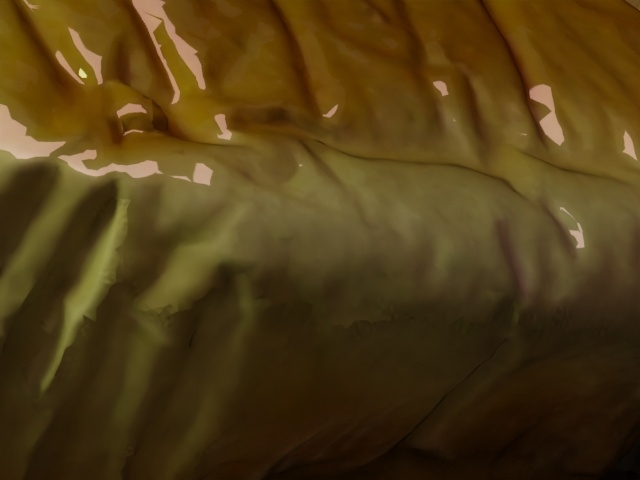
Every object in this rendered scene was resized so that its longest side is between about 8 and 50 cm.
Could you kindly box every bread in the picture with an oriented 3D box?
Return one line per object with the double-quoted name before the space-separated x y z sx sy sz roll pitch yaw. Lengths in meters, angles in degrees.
"bread" -0.003 -0.009 0.559 0.389 0.183 0.236 4 42 -27
